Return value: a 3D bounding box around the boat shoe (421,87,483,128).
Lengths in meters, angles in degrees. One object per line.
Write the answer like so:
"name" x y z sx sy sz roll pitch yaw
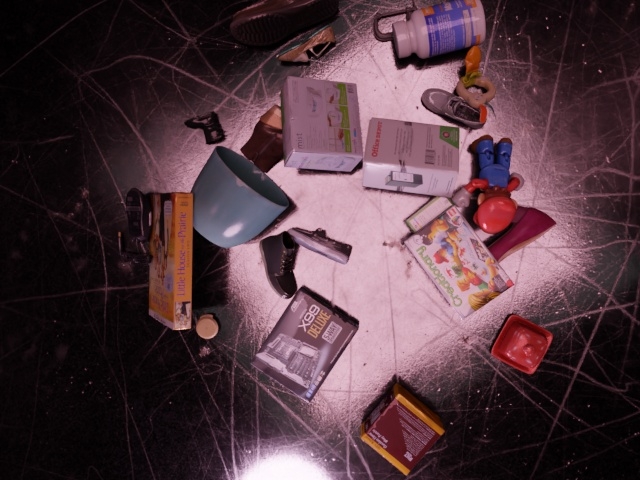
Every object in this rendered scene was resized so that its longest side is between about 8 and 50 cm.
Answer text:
"boat shoe" 0.438 -0.436 1.850 0.227 0.081 0.079 26 94 3

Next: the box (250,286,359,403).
"box" -0.051 0.349 1.921 0.242 0.076 0.307 34 95 3

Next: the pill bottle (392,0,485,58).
"pill bottle" 0.372 -0.668 1.812 0.272 0.152 0.152 -12 91 5

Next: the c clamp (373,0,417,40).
"c clamp" 0.247 -0.736 1.889 0.161 0.022 0.137 -15 96 4

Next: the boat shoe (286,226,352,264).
"boat shoe" 0.000 0.000 1.909 0.228 0.080 0.076 25 75 7

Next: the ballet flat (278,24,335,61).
"ballet flat" -0.041 -0.635 1.892 0.206 0.073 0.067 -29 104 9

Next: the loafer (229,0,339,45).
"loafer" -0.126 -0.756 1.878 0.366 0.134 0.130 -18 65 -4

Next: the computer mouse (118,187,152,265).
"computer mouse" -0.630 -0.045 1.948 0.184 0.060 0.262 -3 94 40

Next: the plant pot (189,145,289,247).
"plant pot" -0.286 -0.119 1.829 0.293 0.293 0.235 41 103 2

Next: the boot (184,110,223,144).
"boot" -0.394 -0.377 1.942 0.121 0.045 0.099 -17 94 5

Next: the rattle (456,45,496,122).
"rattle" 0.507 -0.485 1.779 0.130 0.199 0.142 13 136 -12

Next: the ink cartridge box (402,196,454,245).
"ink cartridge box" 0.331 -0.072 1.858 0.209 0.109 0.062 -39 88 5

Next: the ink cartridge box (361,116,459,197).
"ink cartridge box" 0.284 -0.266 1.804 0.289 0.121 0.211 8 53 5

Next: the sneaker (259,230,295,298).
"sneaker" -0.122 0.083 1.890 0.118 0.083 0.222 -23 89 43

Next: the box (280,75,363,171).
"box" 0.000 -0.365 1.795 0.231 0.127 0.262 0 73 -17

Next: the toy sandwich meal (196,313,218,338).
"toy sandwich meal" -0.392 0.297 1.973 0.086 0.029 0.085 0 96 3

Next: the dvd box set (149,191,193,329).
"dvd box set" -0.490 0.056 1.848 0.062 0.308 0.420 0 93 -30

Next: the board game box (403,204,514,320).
"board game box" 0.426 0.068 1.765 0.193 0.053 0.305 -37 86 8

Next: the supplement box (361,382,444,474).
"supplement box" 0.266 0.616 1.878 0.191 0.129 0.194 39 94 2

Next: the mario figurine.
"mario figurine" 0.533 -0.165 1.810 0.198 0.170 0.320 -5 63 29

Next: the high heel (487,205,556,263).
"high heel" 0.604 0.063 1.826 0.181 0.127 0.377 24 90 14

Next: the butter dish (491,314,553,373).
"butter dish" 0.662 0.344 1.841 0.160 0.118 0.160 27 93 4

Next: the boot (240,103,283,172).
"boot" -0.123 -0.309 1.917 0.248 0.090 0.207 38 108 -1
